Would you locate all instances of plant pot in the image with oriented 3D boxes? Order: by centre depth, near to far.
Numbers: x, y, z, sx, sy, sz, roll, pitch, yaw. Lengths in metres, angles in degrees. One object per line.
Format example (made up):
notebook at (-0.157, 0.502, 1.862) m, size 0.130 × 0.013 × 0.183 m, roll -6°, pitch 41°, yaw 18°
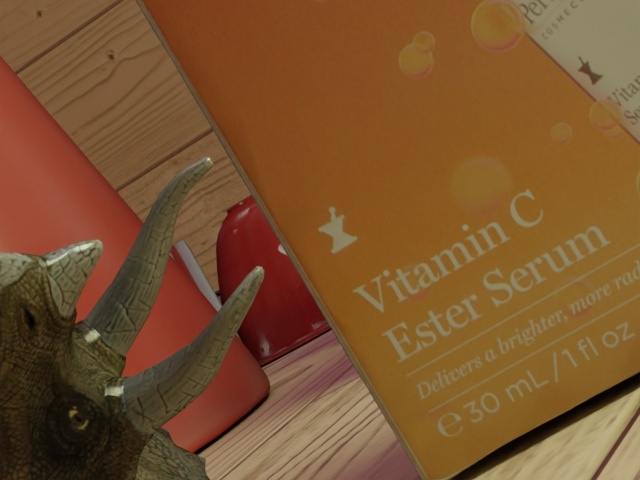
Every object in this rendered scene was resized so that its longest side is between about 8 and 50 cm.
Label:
plant pot at (-0.197, 0.041, 0.984) m, size 0.275 × 0.243 × 0.275 m, roll -30°, pitch 1°, yaw 1°

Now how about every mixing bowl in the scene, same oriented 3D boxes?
mixing bowl at (0.000, 0.000, 1.265) m, size 0.181 × 0.098 × 0.181 m, roll -31°, pitch 0°, yaw 0°

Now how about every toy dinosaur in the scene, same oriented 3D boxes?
toy dinosaur at (-0.105, 0.089, 0.507) m, size 0.160 × 0.121 × 0.313 m, roll -19°, pitch -7°, yaw -16°

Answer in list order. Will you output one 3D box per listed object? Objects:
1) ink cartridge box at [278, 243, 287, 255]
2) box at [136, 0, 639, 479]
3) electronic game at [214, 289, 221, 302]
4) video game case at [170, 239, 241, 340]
ink cartridge box at (0.053, -0.022, 1.021) m, size 0.092 × 0.090 × 0.143 m, roll -32°, pitch 0°, yaw -45°
box at (0.043, -0.050, 0.473) m, size 0.130 × 0.170 × 0.091 m, roll -31°, pitch 1°, yaw 14°
electronic game at (-0.065, 0.059, 1.586) m, size 0.229 × 0.048 × 0.229 m, roll -23°, pitch 2°, yaw 1°
video game case at (-0.189, 0.106, 1.219) m, size 0.285 × 0.025 × 0.204 m, roll -28°, pitch 24°, yaw -4°
